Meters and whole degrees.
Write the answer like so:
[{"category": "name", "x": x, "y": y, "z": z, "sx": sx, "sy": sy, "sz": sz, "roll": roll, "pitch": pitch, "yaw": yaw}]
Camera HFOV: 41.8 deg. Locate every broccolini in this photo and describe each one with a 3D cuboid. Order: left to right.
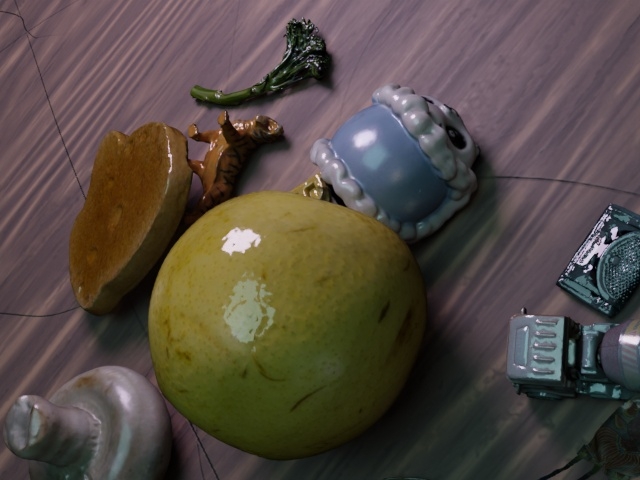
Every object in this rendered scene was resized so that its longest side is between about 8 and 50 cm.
[{"category": "broccolini", "x": -0.106, "y": -0.294, "z": 1.385, "sx": 0.271, "sy": 0.062, "sz": 0.123, "roll": -10, "pitch": 59, "yaw": 28}]

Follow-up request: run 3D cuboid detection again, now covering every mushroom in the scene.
[{"category": "mushroom", "x": -0.347, "y": 0.295, "z": 1.215, "sx": 0.243, "sy": 0.243, "sz": 0.243, "roll": -9, "pitch": 70, "yaw": 25}]

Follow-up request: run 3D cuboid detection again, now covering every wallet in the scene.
[{"category": "wallet", "x": 0.362, "y": 0.023, "z": 1.041, "sx": 0.088, "sy": 0.026, "sz": 0.129, "roll": 35, "pitch": 92, "yaw": 33}]

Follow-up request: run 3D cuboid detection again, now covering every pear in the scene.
[{"category": "pear", "x": -0.041, "y": 0.101, "z": 1.046, "sx": 0.348, "sy": 0.348, "sz": 0.348, "roll": -9, "pitch": 70, "yaw": 25}]

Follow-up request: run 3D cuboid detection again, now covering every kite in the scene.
[{"category": "kite", "x": 0.316, "y": 0.252, "z": 0.951, "sx": 0.229, "sy": 0.127, "sz": 0.016, "roll": -41, "pitch": 26, "yaw": 18}]

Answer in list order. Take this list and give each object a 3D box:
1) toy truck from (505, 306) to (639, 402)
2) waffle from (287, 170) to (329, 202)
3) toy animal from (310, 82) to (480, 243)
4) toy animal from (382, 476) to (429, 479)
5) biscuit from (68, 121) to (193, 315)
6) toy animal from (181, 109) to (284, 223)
[{"category": "toy truck", "x": 0.337, "y": 0.132, "z": 0.952, "sx": 0.257, "sy": 0.140, "sz": 0.108, "roll": 1, "pitch": 75, "yaw": 28}, {"category": "waffle", "x": 0.000, "y": 0.000, "z": 1.244, "sx": 0.125, "sy": 0.032, "sz": 0.191, "roll": -32, "pitch": 64, "yaw": 13}, {"category": "toy animal", "x": 0.101, "y": -0.118, "z": 1.151, "sx": 0.204, "sy": 0.156, "sz": 0.208, "roll": -41, "pitch": 59, "yaw": 11}, {"category": "toy animal", "x": 0.171, "y": 0.352, "z": 0.997, "sx": 0.155, "sy": 0.095, "sz": 0.219, "roll": -35, "pitch": 62, "yaw": 19}, {"category": "biscuit", "x": -0.314, "y": -0.057, "z": 1.361, "sx": 0.344, "sy": 0.057, "sz": 0.287, "roll": -49, "pitch": 45, "yaw": 28}, {"category": "toy animal", "x": -0.168, "y": -0.096, "z": 1.336, "sx": 0.114, "sy": 0.116, "sz": 0.255, "roll": 28, "pitch": 95, "yaw": 51}]
